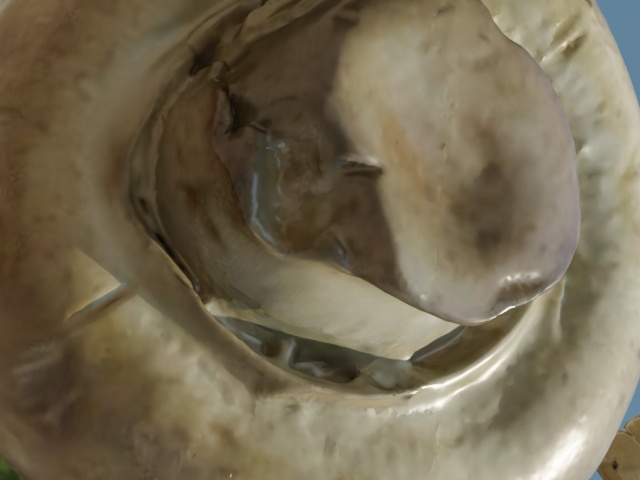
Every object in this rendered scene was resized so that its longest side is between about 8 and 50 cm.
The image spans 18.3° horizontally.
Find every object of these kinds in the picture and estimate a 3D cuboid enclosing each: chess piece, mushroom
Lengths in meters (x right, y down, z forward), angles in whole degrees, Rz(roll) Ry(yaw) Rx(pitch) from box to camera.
[{"bbox_3d":[0.220,0.107,1.173,0.122,0.066,0.066,-35,-149,-11],"label":"chess piece"},{"bbox_3d":[0.000,0.000,0.618,0.184,0.255,0.254,-16,-121,56],"label":"mushroom"}]
